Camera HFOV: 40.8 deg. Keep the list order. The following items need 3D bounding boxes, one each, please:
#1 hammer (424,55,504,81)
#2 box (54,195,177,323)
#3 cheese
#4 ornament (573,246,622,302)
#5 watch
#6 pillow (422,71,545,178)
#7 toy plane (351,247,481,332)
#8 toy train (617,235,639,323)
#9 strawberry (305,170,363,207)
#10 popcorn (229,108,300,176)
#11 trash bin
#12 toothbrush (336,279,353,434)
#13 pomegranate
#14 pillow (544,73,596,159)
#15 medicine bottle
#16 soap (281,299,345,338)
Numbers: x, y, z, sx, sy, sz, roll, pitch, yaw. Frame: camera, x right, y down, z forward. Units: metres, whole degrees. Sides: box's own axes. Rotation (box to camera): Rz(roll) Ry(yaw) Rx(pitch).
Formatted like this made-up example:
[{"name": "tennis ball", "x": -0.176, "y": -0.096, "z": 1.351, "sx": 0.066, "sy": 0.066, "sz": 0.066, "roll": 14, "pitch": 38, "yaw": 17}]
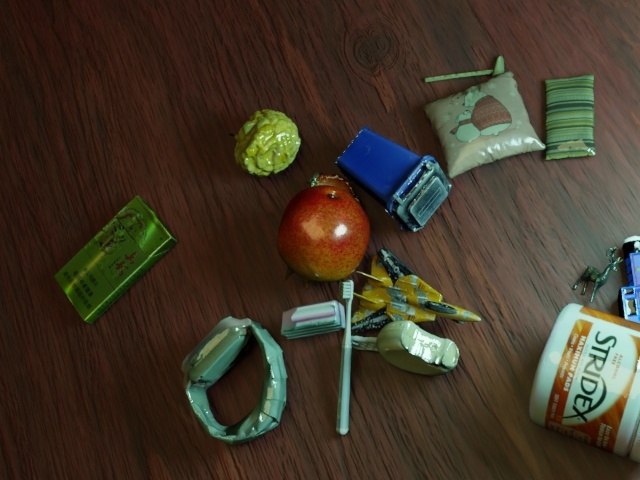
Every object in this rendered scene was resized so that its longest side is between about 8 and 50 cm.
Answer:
[{"name": "hammer", "x": 0.345, "y": -0.409, "z": 2.075, "sx": 0.195, "sy": 0.028, "sz": 0.060, "roll": -3, "pitch": 66, "yaw": 20}, {"name": "box", "x": -0.533, "y": 0.048, "z": 2.230, "sx": 0.311, "sy": 0.043, "sz": 0.173, "roll": -43, "pitch": 63, "yaw": 2}, {"name": "cheese", "x": 0.177, "y": 0.241, "z": 1.880, "sx": 0.249, "sy": 0.163, "sz": 0.070, "roll": -20, "pitch": 40, "yaw": 55}, {"name": "ornament", "x": 0.583, "y": 0.065, "z": 1.799, "sx": 0.125, "sy": 0.028, "sz": 0.073, "roll": -65, "pitch": 26, "yaw": 18}, {"name": "watch", "x": -0.184, "y": 0.329, "z": 1.958, "sx": 0.253, "sy": 0.162, "sz": 0.241, "roll": -47, "pitch": 71, "yaw": 1}, {"name": "pillow", "x": 0.371, "y": -0.265, "z": 1.982, "sx": 0.236, "sy": 0.084, "sz": 0.223, "roll": -18, "pitch": 62, "yaw": 11}, {"name": "toy plane", "x": 0.218, "y": 0.138, "z": 1.887, "sx": 0.316, "sy": 0.103, "sz": 0.204, "roll": 15, "pitch": 79, "yaw": 32}, {"name": "toy train", "x": 0.672, "y": 0.083, "z": 1.762, "sx": 0.131, "sy": 0.083, "sz": 0.204, "roll": -8, "pitch": 70, "yaw": 20}, {"name": "strawberry", "x": 0.034, "y": -0.108, "z": 2.066, "sx": 0.152, "sy": 0.048, "sz": 0.104, "roll": 33, "pitch": 110, "yaw": 3}, {"name": "popcorn", "x": -0.140, "y": -0.243, "z": 2.136, "sx": 0.170, "sy": 0.180, "sz": 0.180, "roll": 34, "pitch": 86, "yaw": -2}, {"name": "trash bin", "x": 0.161, "y": -0.150, "z": 1.976, "sx": 0.234, "sy": 0.184, "sz": 0.162, "roll": 38, "pitch": 87, "yaw": 32}, {"name": "toothbrush", "x": 0.054, "y": 0.258, "z": 1.905, "sx": 0.025, "sy": 0.030, "sz": 0.342, "roll": 2, "pitch": 91, "yaw": 55}, {"name": "pomegranate", "x": 0.000, "y": 0.000, "z": 1.969, "sx": 0.221, "sy": 0.221, "sz": 0.256, "roll": 49, "pitch": 128, "yaw": 26}, {"name": "pillow", "x": 0.563, "y": -0.279, "z": 1.945, "sx": 0.113, "sy": 0.038, "sz": 0.203, "roll": -2, "pitch": 71, "yaw": 23}, {"name": "medicine bottle", "x": 0.551, "y": 0.270, "z": 1.649, "sx": 0.241, "sy": 0.252, "sz": 0.252, "roll": 17, "pitch": 79, "yaw": 23}, {"name": "soap", "x": -0.020, "y": 0.183, "z": 1.968, "sx": 0.149, "sy": 0.100, "sz": 0.056, "roll": -11, "pitch": 67, "yaw": 17}]
